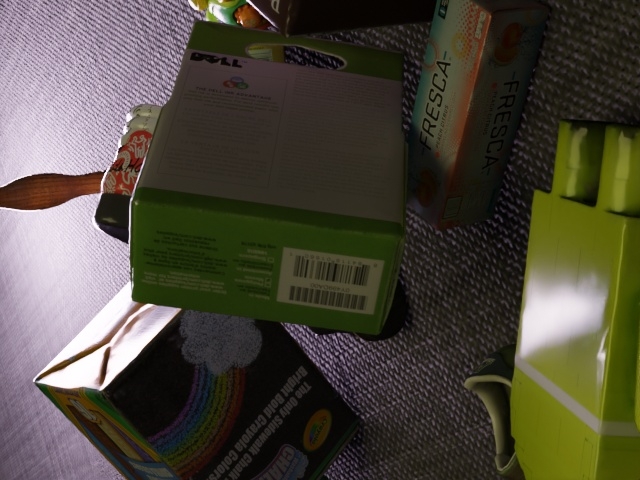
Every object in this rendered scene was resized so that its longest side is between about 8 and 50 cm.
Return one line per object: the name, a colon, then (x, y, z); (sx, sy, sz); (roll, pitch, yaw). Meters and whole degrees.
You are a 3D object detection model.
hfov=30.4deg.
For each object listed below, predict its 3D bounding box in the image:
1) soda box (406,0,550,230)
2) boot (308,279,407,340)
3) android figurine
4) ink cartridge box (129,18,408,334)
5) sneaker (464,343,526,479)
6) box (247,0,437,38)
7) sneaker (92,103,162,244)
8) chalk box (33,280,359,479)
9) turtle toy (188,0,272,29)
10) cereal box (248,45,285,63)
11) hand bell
soda box: (0.111, -0.101, 0.887); (0.063, 0.058, 0.183); (46, 136, 42)
boot: (0.000, 0.000, 1.094); (0.137, 0.076, 0.198); (-15, 87, 64)
android figurine: (0.175, 0.061, 0.748); (0.248, 0.056, 0.273); (-142, 55, -80)
ink cartridge box: (-0.030, -0.059, 0.915); (0.255, 0.188, 0.097); (-83, 2, -51)
sneaker: (0.167, 0.167, 0.867); (0.064, 0.086, 0.192); (-43, 64, 55)
box: (0.019, -0.282, 0.864); (0.168, 0.167, 0.203); (47, 138, 39)
sneaker: (-0.146, -0.047, 1.227); (0.270, 0.090, 0.145); (52, -129, -71)
chalk box: (-0.102, 0.182, 1.166); (0.289, 0.180, 0.179); (53, 153, -21)
turtle toy: (-0.072, -0.230, 1.118); (0.130, 0.095, 0.066); (1, 123, 59)
cereal box: (-0.071, -0.105, 1.122); (0.240, 0.047, 0.173); (-146, 49, -74)
hand bell: (-0.240, -0.062, 1.288); (0.126, 0.242, 0.126); (27, 123, 51)
